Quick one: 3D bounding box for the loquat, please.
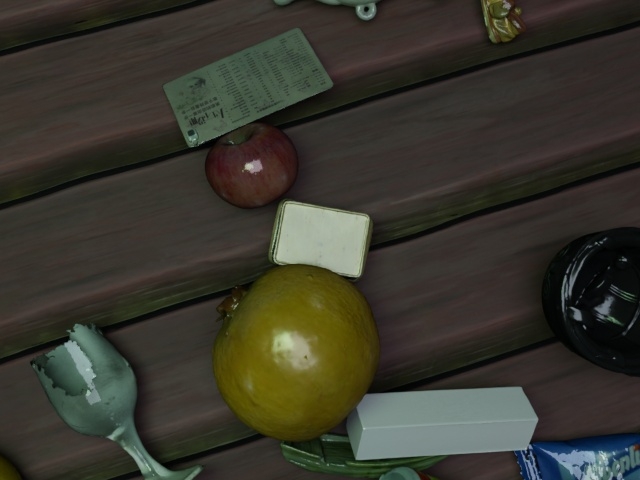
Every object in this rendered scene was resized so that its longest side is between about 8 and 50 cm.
[{"bbox_3d":[-0.044,0.165,1.188,0.275,0.275,0.274,0,86,-4],"label":"loquat"}]

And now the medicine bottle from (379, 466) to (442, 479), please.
[{"bbox_3d":[0.196,0.458,1.225,0.225,0.139,0.139,27,84,-21],"label":"medicine bottle"}]

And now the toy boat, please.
[{"bbox_3d":[0.075,0.353,1.273,0.293,0.093,0.055,4,103,-7],"label":"toy boat"}]

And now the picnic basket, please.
[{"bbox_3d":[0.000,0.000,1.295,0.164,0.079,0.115,12,86,-3],"label":"picnic basket"}]

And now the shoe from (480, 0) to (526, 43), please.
[{"bbox_3d":[0.326,-0.405,1.354,0.069,0.072,0.109,-4,80,34],"label":"shoe"}]

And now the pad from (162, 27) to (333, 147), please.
[{"bbox_3d":[-0.126,-0.265,1.303,0.265,0.009,0.159,-24,59,-6],"label":"pad"}]

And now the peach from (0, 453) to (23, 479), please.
[{"bbox_3d":[-0.577,0.436,1.191,0.251,0.153,0.251,0,84,3],"label":"peach"}]

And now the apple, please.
[{"bbox_3d":[-0.110,-0.119,1.264,0.153,0.153,0.120,-26,118,-6],"label":"apple"}]

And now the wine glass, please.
[{"bbox_3d":[-0.327,0.284,1.227,0.143,0.143,0.321,-38,88,-6],"label":"wine glass"}]

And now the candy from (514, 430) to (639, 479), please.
[{"bbox_3d":[0.509,0.410,1.310,0.331,0.077,0.187,-11,80,-7],"label":"candy"}]

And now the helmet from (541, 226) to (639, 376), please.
[{"bbox_3d":[0.486,0.100,1.286,0.279,0.160,0.230,28,85,-17],"label":"helmet"}]

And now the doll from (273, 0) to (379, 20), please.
[{"bbox_3d":[0.091,-0.508,1.298,0.311,0.159,0.242,9,84,-7],"label":"doll"}]

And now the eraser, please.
[{"bbox_3d":[0.198,0.297,1.255,0.298,0.078,0.076,0,125,-13],"label":"eraser"}]
